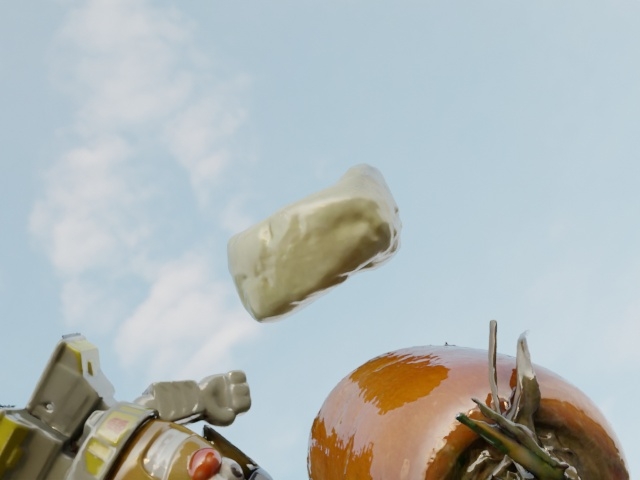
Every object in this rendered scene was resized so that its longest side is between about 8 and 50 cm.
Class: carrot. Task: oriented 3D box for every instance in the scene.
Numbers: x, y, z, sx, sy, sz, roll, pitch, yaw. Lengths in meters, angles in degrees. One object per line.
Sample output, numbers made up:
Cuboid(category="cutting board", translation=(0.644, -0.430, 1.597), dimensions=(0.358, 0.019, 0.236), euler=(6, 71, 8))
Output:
Cuboid(category="carrot", translation=(0.118, 0.172, 0.834), dimensions=(0.193, 0.331, 0.214), euler=(37, -93, -11))

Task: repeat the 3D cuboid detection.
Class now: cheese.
Cuboid(category="cheese", translation=(0.001, 0.002, 1.056), dimensions=(0.159, 0.093, 0.263), euler=(-31, 0, 6))

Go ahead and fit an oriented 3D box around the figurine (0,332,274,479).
Cuboid(category="figurine", translation=(-0.161, 0.220, 1.079), dimensions=(0.308, 0.308, 0.143), euler=(-25, -18, -23))
